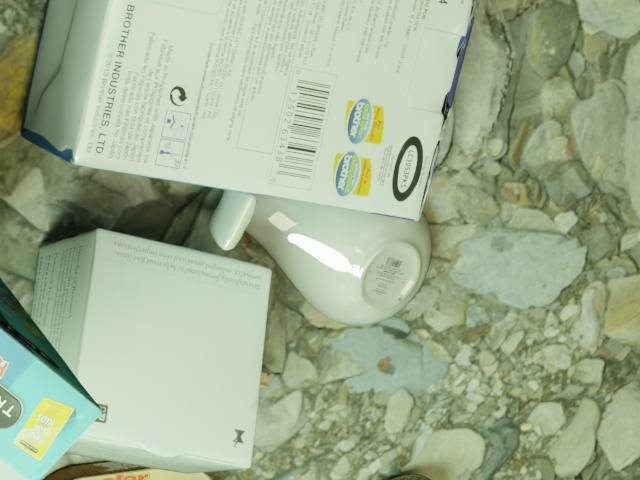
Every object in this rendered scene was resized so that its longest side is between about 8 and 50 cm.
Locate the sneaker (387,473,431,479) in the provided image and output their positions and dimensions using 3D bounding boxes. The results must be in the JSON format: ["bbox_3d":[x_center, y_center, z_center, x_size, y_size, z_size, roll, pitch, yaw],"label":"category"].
[{"bbox_3d":[0.047,0.310,1.995,0.188,0.066,0.071,-39,139,-1],"label":"sneaker"}]

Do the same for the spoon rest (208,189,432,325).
[{"bbox_3d":[0.000,0.000,1.838,0.276,0.084,0.137,21,102,-45],"label":"spoon rest"}]

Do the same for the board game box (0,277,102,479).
[{"bbox_3d":[-0.329,0.022,1.521,0.079,0.336,0.254,-47,122,-1],"label":"board game box"}]

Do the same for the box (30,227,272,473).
[{"bbox_3d":[-0.153,0.100,1.727,0.181,0.119,0.182,14,74,-31],"label":"box"}]

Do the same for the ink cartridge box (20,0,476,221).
[{"bbox_3d":[-0.027,-0.172,1.691,0.395,0.151,0.270,9,101,-27],"label":"ink cartridge box"}]

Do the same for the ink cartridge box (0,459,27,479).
[{"bbox_3d":[-0.324,0.185,1.686,0.128,0.176,0.127,-9,111,-24],"label":"ink cartridge box"}]

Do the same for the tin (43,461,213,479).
[{"bbox_3d":[-0.187,0.256,1.865,0.189,0.040,0.106,-4,116,-25],"label":"tin"}]

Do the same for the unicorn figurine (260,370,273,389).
[{"bbox_3d":[-0.126,0.159,1.848,0.162,0.060,0.111,-52,123,-18],"label":"unicorn figurine"}]
